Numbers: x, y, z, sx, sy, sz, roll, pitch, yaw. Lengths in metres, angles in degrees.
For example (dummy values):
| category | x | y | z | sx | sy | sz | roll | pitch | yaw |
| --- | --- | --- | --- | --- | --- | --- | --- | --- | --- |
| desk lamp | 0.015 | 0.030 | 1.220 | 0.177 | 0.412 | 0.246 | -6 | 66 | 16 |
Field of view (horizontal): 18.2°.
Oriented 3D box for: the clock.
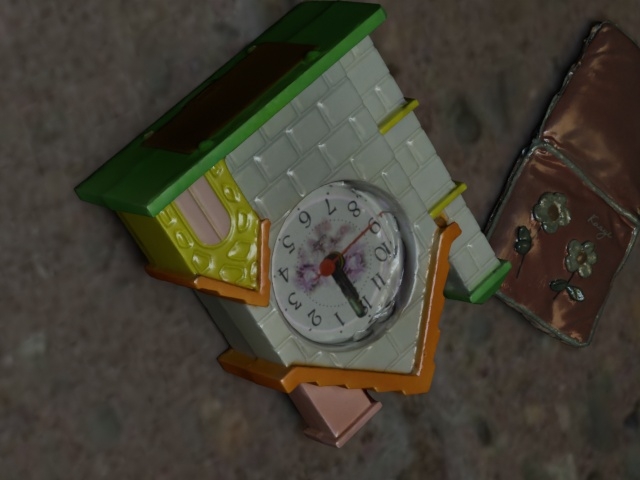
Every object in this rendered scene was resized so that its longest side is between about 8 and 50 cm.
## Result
| category | x | y | z | sx | sy | sz | roll | pitch | yaw |
| --- | --- | --- | --- | --- | --- | --- | --- | --- | --- |
| clock | 0.000 | 0.000 | 1.372 | 0.220 | 0.106 | 0.255 | -42 | 116 | -20 |

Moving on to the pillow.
| category | x | y | z | sx | sy | sz | roll | pitch | yaw |
| --- | --- | --- | --- | --- | --- | --- | --- | --- | --- |
| pillow | 0.203 | -0.043 | 1.530 | 0.126 | 0.043 | 0.232 | 34 | 78 | -30 |
